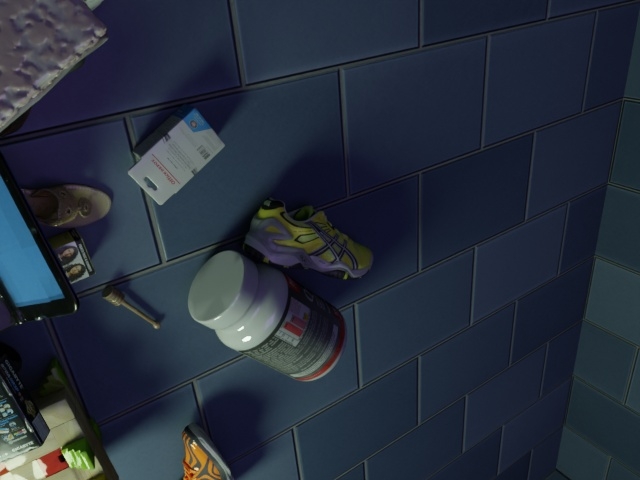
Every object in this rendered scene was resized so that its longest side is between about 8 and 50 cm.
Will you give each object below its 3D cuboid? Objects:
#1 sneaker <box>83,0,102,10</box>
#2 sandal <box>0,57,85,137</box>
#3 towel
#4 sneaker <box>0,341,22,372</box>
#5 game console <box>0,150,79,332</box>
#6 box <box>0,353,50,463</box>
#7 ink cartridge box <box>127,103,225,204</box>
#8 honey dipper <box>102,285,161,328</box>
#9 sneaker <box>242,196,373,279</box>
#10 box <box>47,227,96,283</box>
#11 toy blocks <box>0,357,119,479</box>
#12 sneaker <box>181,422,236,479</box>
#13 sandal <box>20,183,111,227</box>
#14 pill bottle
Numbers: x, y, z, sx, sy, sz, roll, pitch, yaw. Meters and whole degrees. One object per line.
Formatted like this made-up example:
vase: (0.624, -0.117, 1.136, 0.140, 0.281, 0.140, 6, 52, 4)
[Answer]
sneaker: (-0.355, -0.415, 0.851, 0.292, 0.169, 0.108, -45, 132, -9)
sandal: (-0.505, -0.215, 0.875, 0.303, 0.120, 0.086, -36, 142, -19)
towel: (-0.529, -0.306, 0.766, 0.317, 0.053, 0.332, 45, 79, -11)
sneaker: (-0.655, 0.213, 0.981, 0.097, 0.084, 0.234, -49, 131, -6)
game console: (-0.565, 0.030, 0.849, 0.250, 0.173, 0.293, -28, 106, -26)
box: (-0.627, 0.324, 0.966, 0.220, 0.051, 0.175, -22, 106, -4)
ink cartridge box: (-0.292, -0.171, 1.084, 0.180, 0.060, 0.104, -46, 131, -11)
honey dipper: (-0.402, 0.150, 1.179, 0.030, 0.030, 0.160, -47, 135, -9)
sneaker: (0.000, 0.000, 1.331, 0.385, 0.145, 0.147, 11, 99, -43)
box: (-0.547, 0.063, 1.007, 0.232, 0.058, 0.087, -23, 124, -26)
toy blocks: (-0.588, 0.467, 1.109, 0.261, 0.191, 0.381, -22, 112, -17)
sneaker: (-0.323, 0.616, 1.394, 0.180, 0.125, 0.321, -31, 127, -22)
sandal: (-0.489, -0.056, 0.979, 0.240, 0.079, 0.088, 6, 108, -38)
pill bottle: (-0.116, 0.179, 1.282, 0.210, 0.210, 0.363, -54, 132, -3)
